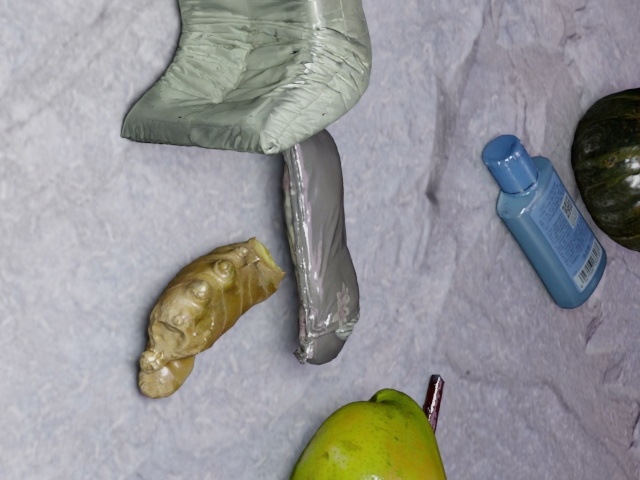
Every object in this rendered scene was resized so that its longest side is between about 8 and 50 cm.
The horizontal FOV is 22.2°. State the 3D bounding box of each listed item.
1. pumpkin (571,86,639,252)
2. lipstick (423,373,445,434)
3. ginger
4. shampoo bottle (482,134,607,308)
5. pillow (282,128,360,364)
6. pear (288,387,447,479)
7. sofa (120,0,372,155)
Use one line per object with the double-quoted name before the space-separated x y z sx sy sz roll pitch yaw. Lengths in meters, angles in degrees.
"pumpkin" 0.418 -0.091 2.122 0.223 0.157 0.224 19 63 -43
"lipstick" 0.121 0.244 1.920 0.027 0.027 0.176 22 76 -47
"ginger" -0.113 0.057 1.595 0.205 0.081 0.115 -53 141 -31
"shampoo bottle" 0.278 -0.031 2.040 0.258 0.061 0.104 53 57 -37
"pillow" 0.000 0.000 1.693 0.169 0.059 0.255 -31 116 -73
"pear" 0.052 0.262 1.731 0.187 0.187 0.220 29 70 -45
"sofa" -0.084 -0.210 1.517 0.176 0.210 0.225 -32 121 -41
